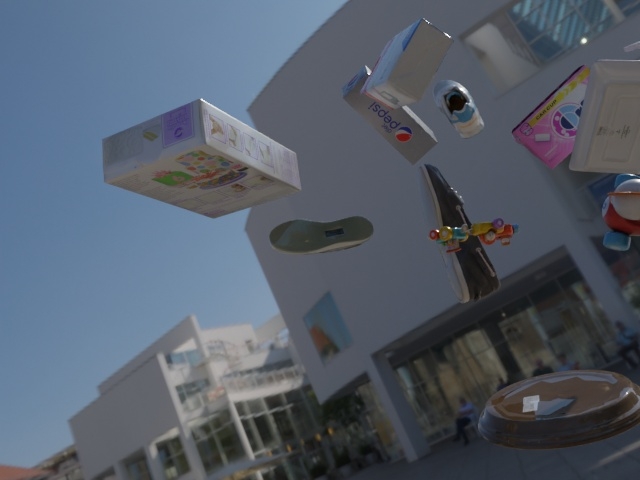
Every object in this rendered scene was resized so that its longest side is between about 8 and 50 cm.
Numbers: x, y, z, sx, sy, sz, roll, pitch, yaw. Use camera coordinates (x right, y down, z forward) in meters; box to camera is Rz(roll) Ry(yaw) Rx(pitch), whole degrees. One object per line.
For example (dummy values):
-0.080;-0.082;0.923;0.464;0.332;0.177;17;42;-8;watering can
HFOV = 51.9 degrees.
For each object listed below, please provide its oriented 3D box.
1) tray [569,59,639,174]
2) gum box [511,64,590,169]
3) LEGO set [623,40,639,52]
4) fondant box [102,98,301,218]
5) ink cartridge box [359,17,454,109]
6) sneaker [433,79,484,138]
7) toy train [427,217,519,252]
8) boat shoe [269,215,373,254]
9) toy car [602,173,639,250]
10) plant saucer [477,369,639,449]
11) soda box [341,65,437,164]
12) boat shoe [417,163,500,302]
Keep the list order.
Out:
0.523;-0.197;1.134;0.145;0.030;0.270;6;-33;15;tray
0.478;-0.237;1.291;0.188;0.107;0.062;-45;0;15;gum box
0.722;-0.389;1.208;0.183;0.060;0.244;-25;10;-21;LEGO set
-0.224;-0.146;1.303;0.238;0.096;0.330;-15;-16;26;fondant box
0.162;-0.340;1.306;0.134;0.078;0.231;-61;12;1;ink cartridge box
0.339;-0.353;1.652;0.087;0.228;0.092;-33;-51;11;sneaker
0.280;-0.002;1.189;0.166;0.046;0.125;-9;-11;8;toy train
0.000;-0.001;1.423;0.228;0.079;0.081;-7;-21;-11;boat shoe
0.861;-0.104;1.824;0.238;0.219;0.210;23;-12;-41;toy car
0.395;0.272;1.089;0.278;0.041;0.278;-15;2;1;plant saucer
0.190;-0.344;1.816;0.286;0.091;0.098;39;-67;-21;soda box
0.308;-0.024;1.487;0.096;0.335;0.112;-15;-13;-8;boat shoe
